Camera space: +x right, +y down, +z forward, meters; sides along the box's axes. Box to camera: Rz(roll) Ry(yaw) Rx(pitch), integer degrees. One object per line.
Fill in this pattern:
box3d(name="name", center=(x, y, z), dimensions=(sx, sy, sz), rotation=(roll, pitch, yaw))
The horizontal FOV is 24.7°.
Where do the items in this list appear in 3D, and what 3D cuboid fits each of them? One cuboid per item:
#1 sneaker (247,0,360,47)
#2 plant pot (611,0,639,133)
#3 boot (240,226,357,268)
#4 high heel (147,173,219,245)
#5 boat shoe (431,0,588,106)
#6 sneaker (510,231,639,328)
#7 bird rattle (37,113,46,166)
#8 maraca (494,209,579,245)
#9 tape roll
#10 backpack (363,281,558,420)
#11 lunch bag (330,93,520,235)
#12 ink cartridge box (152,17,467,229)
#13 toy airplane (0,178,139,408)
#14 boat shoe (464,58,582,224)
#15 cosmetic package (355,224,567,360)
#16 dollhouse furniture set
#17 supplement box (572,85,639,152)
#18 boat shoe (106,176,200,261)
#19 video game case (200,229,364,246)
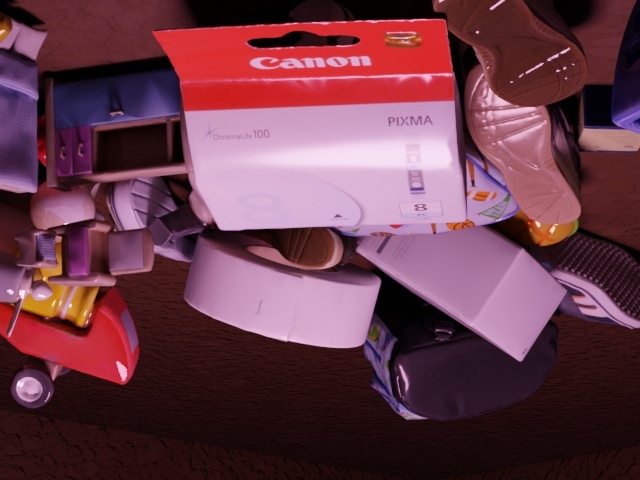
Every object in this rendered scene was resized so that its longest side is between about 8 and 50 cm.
box3d(name="sneaker", center=(-0.025, -0.189, 1.696), dimensions=(0.235, 0.094, 0.153), rotation=(-25, 141, 34))
box3d(name="plant pot", center=(0.437, -0.216, 1.411), dimensions=(0.236, 0.212, 0.236), rotation=(12, 157, -29))
box3d(name="boot", center=(0.000, 0.000, 2.127), dimensions=(0.165, 0.077, 0.213), rotation=(17, -175, -42))
box3d(name="high heel", center=(-0.116, -0.090, 2.082), dimensions=(0.261, 0.093, 0.186), rotation=(-36, 176, 30))
box3d(name="boat shoe", center=(0.199, -0.236, 1.550), dimensions=(0.109, 0.098, 0.302), rotation=(-23, 150, 23))
box3d(name="sneaker", center=(0.409, 0.061, 2.361), dimensions=(0.321, 0.126, 0.127), rotation=(28, 145, -33))
box3d(name="bird rattle", center=(-0.436, -0.148, 1.878), dimensions=(0.253, 0.143, 0.207), rotation=(1, 178, -43))
box3d(name="maraca", center=(0.281, -0.050, 2.091), dimensions=(0.185, 0.099, 0.127), rotation=(16, 149, 26))
box3d(name="tape roll", center=(-0.057, 0.071, 2.181), dimensions=(0.286, 0.100, 0.286), rotation=(15, -172, -2))
box3d(name="backpack", center=(0.198, 0.176, 2.450), dimensions=(0.290, 0.273, 0.355), rotation=(-11, -152, -17))
box3d(name="lunch bag", center=(0.111, -0.099, 1.930), dimensions=(0.303, 0.115, 0.243), rotation=(-11, 152, 30))
box3d(name="ink cartridge box", center=(0.002, -0.118, 1.628), dimensions=(0.308, 0.091, 0.385), rotation=(-1, 161, 8))
box3d(name="toy airplane", center=(-0.422, 0.005, 1.963), dimensions=(0.272, 0.386, 0.384), rotation=(-46, 142, 16))
box3d(name="boat shoe", center=(0.254, -0.138, 1.806), dimensions=(0.103, 0.092, 0.285), rotation=(-11, 135, 27))
box3d(name="cosmetic package", center=(0.212, 0.044, 2.150), dimensions=(0.224, 0.138, 0.224), rotation=(35, 180, 31))
box3d(name="dollhouse furniture set", center=(-0.280, -0.107, 1.659), dimensions=(0.198, 0.286, 0.303), rotation=(-6, 171, 20))
box3d(name="supplement box", center=(0.365, -0.151, 1.841), dimensions=(0.083, 0.056, 0.083), rotation=(2, 161, 0))
box3d(name="boat shoe", center=(-0.265, -0.026, 2.177), dimensions=(0.094, 0.109, 0.302), rotation=(1, 164, 13))
box3d(name="video game case", center=(-0.077, 0.003, 2.369), dimensions=(0.204, 0.025, 0.285), rotation=(17, 156, -39))
